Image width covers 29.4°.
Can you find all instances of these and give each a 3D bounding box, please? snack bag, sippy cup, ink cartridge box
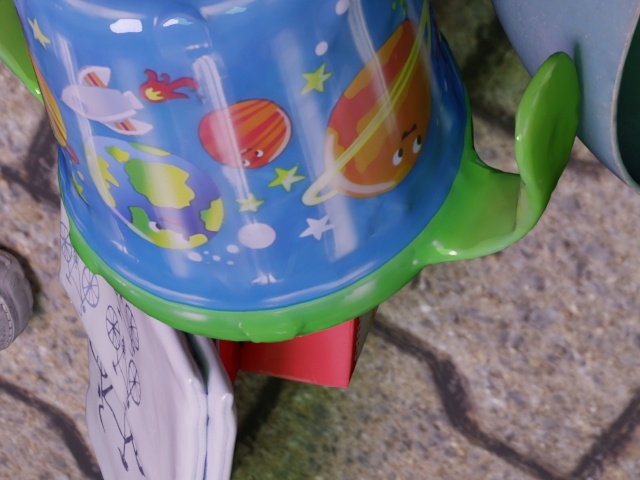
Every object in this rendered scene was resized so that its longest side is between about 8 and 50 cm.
[{"bbox_3d":[-0.135,0.117,0.868,0.037,0.323,0.343,-10,132,-21],"label":"snack bag"},{"bbox_3d":[-0.043,-0.101,0.595,0.305,0.240,0.224,-11,149,2],"label":"sippy cup"},{"bbox_3d":[0.000,0.000,0.792,0.078,0.231,0.134,8,121,11],"label":"ink cartridge box"}]

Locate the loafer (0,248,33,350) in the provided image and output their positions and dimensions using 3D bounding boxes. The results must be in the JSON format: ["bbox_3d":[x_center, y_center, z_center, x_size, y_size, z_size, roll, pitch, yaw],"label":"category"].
[{"bbox_3d":[-0.397,0.059,1.008,0.319,0.111,0.112,-4,117,18],"label":"loafer"}]

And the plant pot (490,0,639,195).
[{"bbox_3d":[0.187,-0.194,0.634,0.195,0.290,0.290,45,129,32],"label":"plant pot"}]
